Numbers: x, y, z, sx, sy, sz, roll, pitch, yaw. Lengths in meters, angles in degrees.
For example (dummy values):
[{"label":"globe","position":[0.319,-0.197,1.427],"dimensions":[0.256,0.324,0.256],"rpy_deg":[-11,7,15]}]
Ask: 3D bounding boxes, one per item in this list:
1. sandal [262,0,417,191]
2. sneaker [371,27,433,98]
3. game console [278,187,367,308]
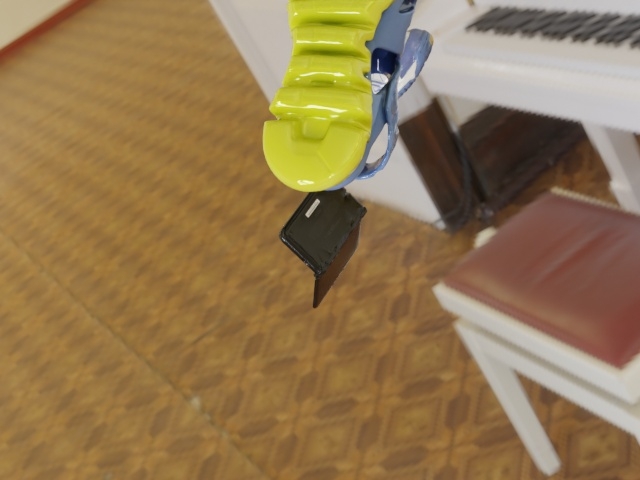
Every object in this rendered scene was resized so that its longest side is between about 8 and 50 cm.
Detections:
[{"label":"sandal","position":[0.032,-0.185,1.113],"dimensions":[0.126,0.138,0.317],"rpy_deg":[12,81,23]},{"label":"sneaker","position":[0.058,-0.281,1.972],"dimensions":[0.296,0.131,0.112],"rpy_deg":[-32,27,42]},{"label":"game console","position":[0.000,0.000,1.424],"dimensions":[0.071,0.107,0.122],"rpy_deg":[-33,18,50]}]
